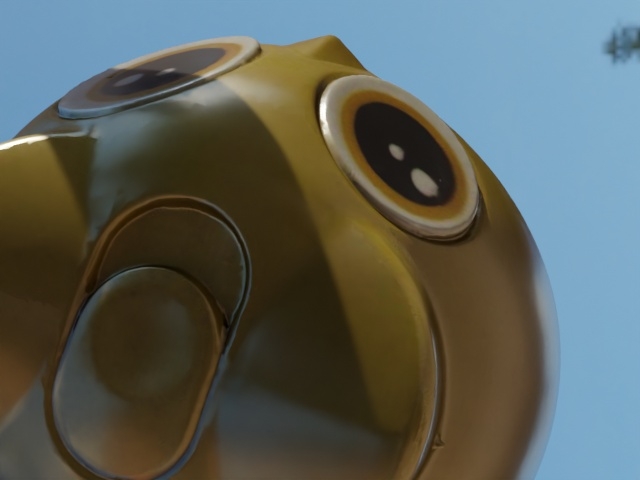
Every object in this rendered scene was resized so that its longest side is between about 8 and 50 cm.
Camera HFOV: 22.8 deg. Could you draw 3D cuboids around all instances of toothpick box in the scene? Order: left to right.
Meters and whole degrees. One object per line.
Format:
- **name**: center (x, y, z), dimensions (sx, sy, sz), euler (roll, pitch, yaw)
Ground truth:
- **toothpick box**: center (-0.047, 0.067, 1.042), dimensions (0.425, 0.409, 0.408), euler (20, -105, -76)
